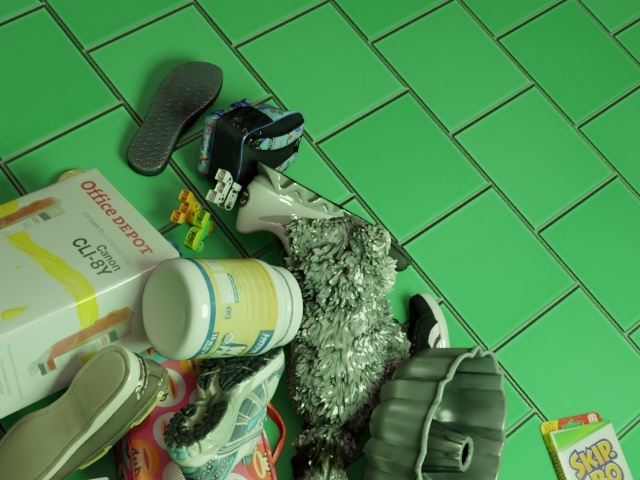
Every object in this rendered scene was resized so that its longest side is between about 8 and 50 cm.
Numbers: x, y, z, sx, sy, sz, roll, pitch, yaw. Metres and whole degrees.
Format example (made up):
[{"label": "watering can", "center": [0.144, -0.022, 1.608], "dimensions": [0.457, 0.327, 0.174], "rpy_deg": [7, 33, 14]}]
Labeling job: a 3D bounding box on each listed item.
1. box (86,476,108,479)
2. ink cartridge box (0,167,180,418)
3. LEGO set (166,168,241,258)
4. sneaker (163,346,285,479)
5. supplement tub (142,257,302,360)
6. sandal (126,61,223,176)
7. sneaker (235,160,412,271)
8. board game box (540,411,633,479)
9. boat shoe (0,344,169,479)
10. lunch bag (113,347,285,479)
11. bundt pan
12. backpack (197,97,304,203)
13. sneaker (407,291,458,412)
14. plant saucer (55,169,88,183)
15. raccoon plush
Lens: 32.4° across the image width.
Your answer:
[{"label": "box", "center": [-0.336, 0.437, 1.551], "dimensions": [0.091, 0.130, 0.170], "rpy_deg": [-5, 65, -18]}, {"label": "ink cartridge box", "center": [-0.430, 0.078, 1.643], "dimensions": [0.385, 0.160, 0.279], "rpy_deg": [-25, 46, -27]}, {"label": "LEGO set", "center": [-0.205, -0.007, 1.849], "dimensions": [0.087, 0.093, 0.227], "rpy_deg": [20, 84, 34]}, {"label": "sneaker", "center": [-0.131, 0.256, 1.607], "dimensions": [0.110, 0.122, 0.283], "rpy_deg": [-1, 28, 29]}, {"label": "supplement tub", "center": [-0.140, 0.097, 1.590], "dimensions": [0.200, 0.144, 0.144], "rpy_deg": [1, 60, -42]}, {"label": "sandal", "center": [-0.264, -0.220, 1.972], "dimensions": [0.097, 0.054, 0.254], "rpy_deg": [30, 68, 9]}, {"label": "sneaker", "center": [0.000, 0.000, 1.897], "dimensions": [0.331, 0.122, 0.146], "rpy_deg": [27, 92, -20]}, {"label": "board game box", "center": [0.468, 0.415, 1.854], "dimensions": [0.124, 0.039, 0.259], "rpy_deg": [-8, 63, -20]}, {"label": "boat shoe", "center": [-0.351, 0.275, 1.575], "dimensions": [0.097, 0.324, 0.116], "rpy_deg": [29, 24, -50]}, {"label": "lunch bag", "center": [-0.182, 0.296, 1.676], "dimensions": [0.258, 0.120, 0.293], "rpy_deg": [-5, 64, -19]}, {"label": "bundt pan", "center": [0.167, 0.315, 1.681], "dimensions": [0.124, 0.331, 0.331], "rpy_deg": [7, 54, 30]}, {"label": "backpack", "center": [-0.113, -0.171, 1.928], "dimensions": [0.117, 0.158, 0.173], "rpy_deg": [34, 43, 24]}, {"label": "sneaker", "center": [0.153, 0.191, 1.852], "dimensions": [0.121, 0.079, 0.216], "rpy_deg": [-5, 66, -20]}, {"label": "plant saucer", "center": [-0.409, -0.081, 1.870], "dimensions": [0.083, 0.015, 0.083], "rpy_deg": [7, 61, -13]}, {"label": "raccoon plush", "center": [0.042, 0.172, 1.653], "dimensions": [0.216, 0.299, 0.446], "rpy_deg": [-7, 51, 0]}]
